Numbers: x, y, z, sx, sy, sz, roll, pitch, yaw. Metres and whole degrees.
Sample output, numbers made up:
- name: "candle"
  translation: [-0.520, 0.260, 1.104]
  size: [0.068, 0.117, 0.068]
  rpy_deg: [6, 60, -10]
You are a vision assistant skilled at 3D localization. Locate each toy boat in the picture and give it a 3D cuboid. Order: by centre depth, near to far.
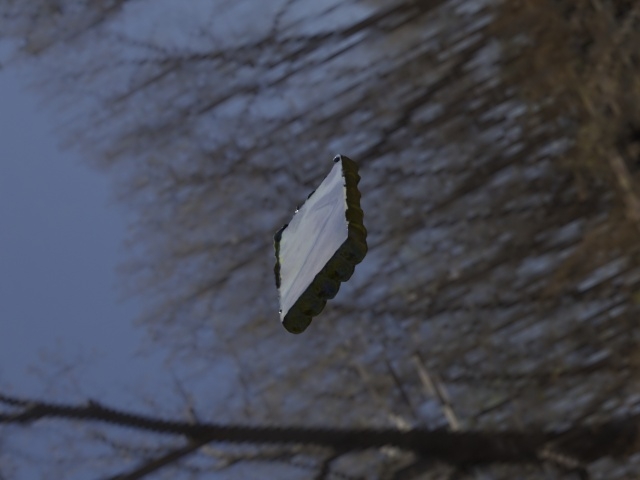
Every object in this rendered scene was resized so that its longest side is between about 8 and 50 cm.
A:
- name: "toy boat"
  translation: [0.000, 0.000, 0.868]
  size: [0.016, 0.063, 0.115]
  rpy_deg: [34, -161, -16]
